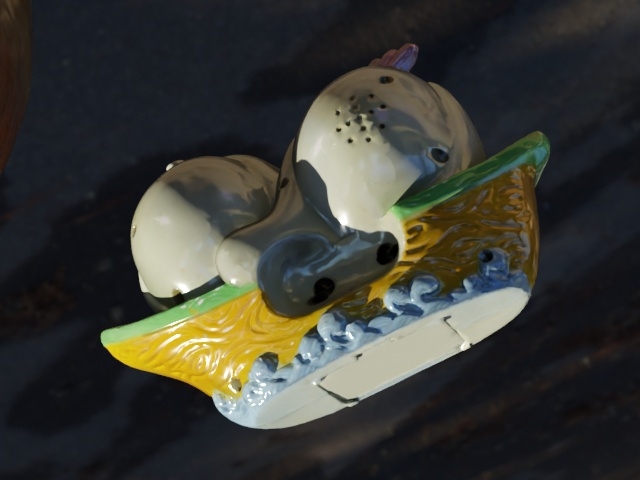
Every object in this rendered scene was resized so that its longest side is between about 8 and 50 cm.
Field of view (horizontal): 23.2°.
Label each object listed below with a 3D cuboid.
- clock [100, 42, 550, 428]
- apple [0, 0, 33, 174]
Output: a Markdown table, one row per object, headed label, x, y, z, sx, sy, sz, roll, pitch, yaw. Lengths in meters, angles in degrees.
| label | x | y | z | sx | sy | sz | roll | pitch | yaw |
| --- | --- | --- | --- | --- | --- | --- | --- | --- | --- |
| clock | 0.000 | 0.000 | 0.733 | 0.231 | 0.144 | 0.103 | -27 | 156 | 7 |
| apple | -0.317 | -0.123 | 0.634 | 0.333 | 0.400 | 0.400 | -22 | 158 | 5 |
